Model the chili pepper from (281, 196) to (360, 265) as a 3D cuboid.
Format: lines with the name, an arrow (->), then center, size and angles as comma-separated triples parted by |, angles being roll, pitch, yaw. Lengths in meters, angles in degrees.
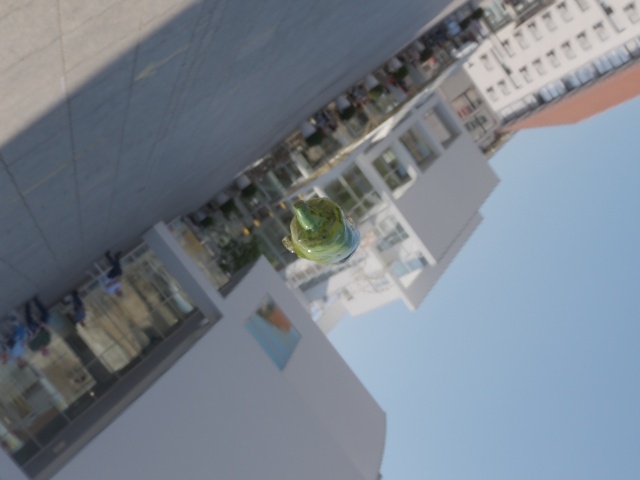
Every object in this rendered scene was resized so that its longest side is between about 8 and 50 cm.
chili pepper -> 0.001, 0.000, 0.500 | 0.049, 0.043, 0.208 | -15, 175, -5
